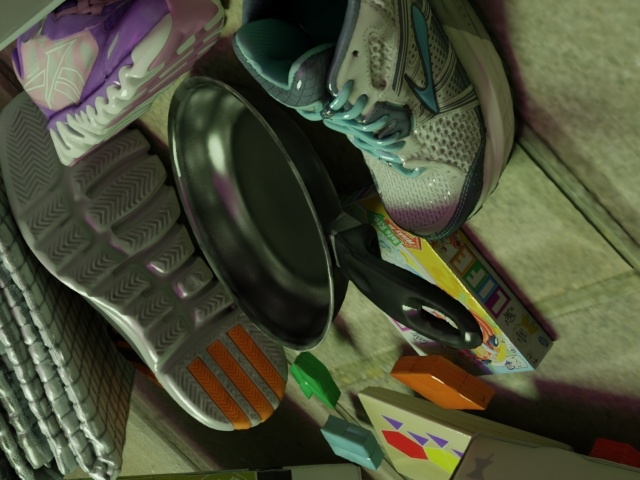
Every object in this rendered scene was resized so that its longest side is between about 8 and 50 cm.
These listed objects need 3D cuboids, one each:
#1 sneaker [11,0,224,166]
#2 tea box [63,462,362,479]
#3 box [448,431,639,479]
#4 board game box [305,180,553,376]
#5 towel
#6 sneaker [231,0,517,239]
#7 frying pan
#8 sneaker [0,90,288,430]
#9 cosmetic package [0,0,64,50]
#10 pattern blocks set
[{"bbox_3d":[-0.148,-0.128,0.755,0.104,0.095,0.236,55,151,-7],"label":"sneaker"},{"bbox_3d":[-0.161,0.350,1.137,0.329,0.323,0.220,148,120,-60],"label":"tea box"},{"bbox_3d":[0.183,0.254,0.769,0.148,0.127,0.232,4,143,47],"label":"box"},{"bbox_3d":[0.070,0.027,0.759,0.154,0.026,0.103,49,152,-13],"label":"board game box"},{"bbox_3d":[-0.265,0.058,0.975,0.235,0.121,0.284,-106,-5,-71],"label":"towel"},{"bbox_3d":[0.012,-0.094,0.560,0.110,0.122,0.283,19,145,35],"label":"sneaker"},{"bbox_3d":[-0.013,-0.027,0.706,0.326,0.053,0.197,-14,101,63],"label":"frying pan"},{"bbox_3d":[-0.163,0.025,0.951,0.321,0.124,0.180,57,162,-5],"label":"sneaker"},{"bbox_3d":[-0.368,-0.217,0.788,0.453,0.161,0.230,8,138,53],"label":"cosmetic package"},{"bbox_3d":[0.125,0.169,0.867,0.325,0.026,0.285,21,152,24],"label":"pattern blocks set"}]
